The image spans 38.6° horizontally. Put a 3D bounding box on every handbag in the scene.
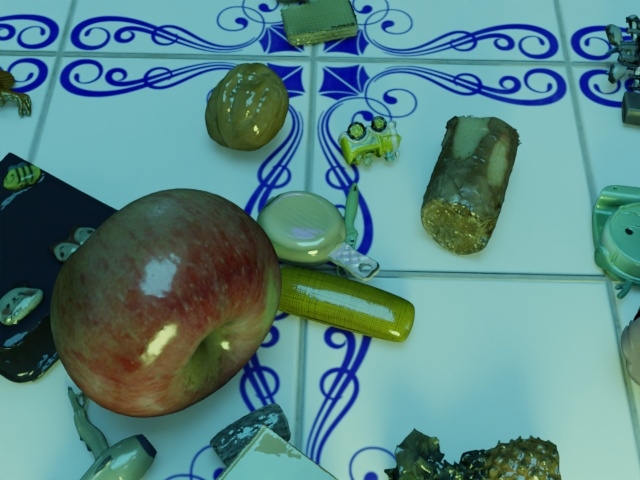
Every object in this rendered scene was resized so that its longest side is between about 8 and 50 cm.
[{"bbox_3d":[-0.490,0.028,1.447,0.329,0.122,0.303,29,60,20],"label":"handbag"}]

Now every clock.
[{"bbox_3d":[0.530,0.010,1.495,0.159,0.066,0.211,7,55,5],"label":"clock"}]

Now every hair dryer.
[{"bbox_3d":[-0.347,0.310,1.292,0.199,0.067,0.167,27,64,30],"label":"hair dryer"}]

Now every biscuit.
[{"bbox_3d":[-0.022,-0.496,1.864,0.147,0.046,0.250,-13,56,-8],"label":"biscuit"}]

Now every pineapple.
[{"bbox_3d":[0.205,0.323,1.252,0.237,0.111,0.119,-2,24,5],"label":"pineapple"}]

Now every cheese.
[{"bbox_3d":[0.000,0.000,1.487,0.227,0.064,0.137,31,59,29],"label":"cheese"}]

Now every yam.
[{"bbox_3d":[0.250,-0.102,1.541,0.128,0.129,0.238,36,55,-18],"label":"yam"}]

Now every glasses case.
[{"bbox_3d":[0.033,0.097,1.432,0.234,0.064,0.079,15,62,9],"label":"glasses case"},{"bbox_3d":[0.653,-0.231,1.681,0.190,0.042,0.072,10,48,7],"label":"glasses case"}]

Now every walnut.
[{"bbox_3d":[-0.128,-0.234,1.624,0.166,0.149,0.167,-18,55,28],"label":"walnut"}]

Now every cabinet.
[{"bbox_3d":[-0.083,0.378,1.177,0.145,0.150,0.206,34,61,17],"label":"cabinet"}]

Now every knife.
[{"bbox_3d":[0.050,-0.016,1.544,0.030,0.014,0.207,7,56,5],"label":"knife"}]

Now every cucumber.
[{"bbox_3d":[-0.100,0.279,1.302,0.111,0.064,0.064,-25,58,-17],"label":"cucumber"}]

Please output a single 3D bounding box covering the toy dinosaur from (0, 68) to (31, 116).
[{"bbox_3d":[-0.634,-0.306,1.723,0.142,0.057,0.212,-12,56,-22],"label":"toy dinosaur"}]

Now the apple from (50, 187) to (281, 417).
[{"bbox_3d":[-0.225,0.076,1.295,0.344,0.345,0.269,-39,61,-24],"label":"apple"}]

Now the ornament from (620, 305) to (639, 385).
[{"bbox_3d":[0.535,0.157,1.326,0.177,0.177,0.178,0,54,0],"label":"ornament"}]

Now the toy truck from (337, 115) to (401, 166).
[{"bbox_3d":[0.091,-0.171,1.623,0.111,0.076,0.077,-14,80,-7],"label":"toy truck"}]

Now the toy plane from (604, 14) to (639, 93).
[{"bbox_3d":[0.658,-0.349,1.743,0.246,0.078,0.169,0,81,-4],"label":"toy plane"}]
